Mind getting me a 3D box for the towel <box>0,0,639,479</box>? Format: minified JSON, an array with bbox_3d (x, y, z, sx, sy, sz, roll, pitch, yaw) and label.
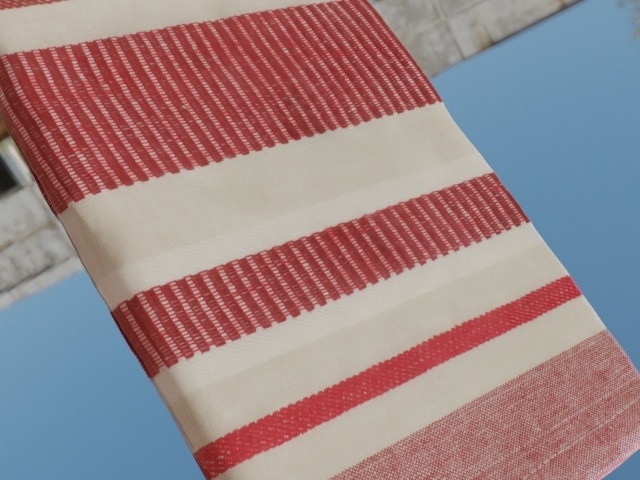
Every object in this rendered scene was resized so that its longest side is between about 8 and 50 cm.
[{"bbox_3d":[0.000,0.000,0.505,0.237,0.329,0.037,-19,158,-38],"label":"towel"}]
